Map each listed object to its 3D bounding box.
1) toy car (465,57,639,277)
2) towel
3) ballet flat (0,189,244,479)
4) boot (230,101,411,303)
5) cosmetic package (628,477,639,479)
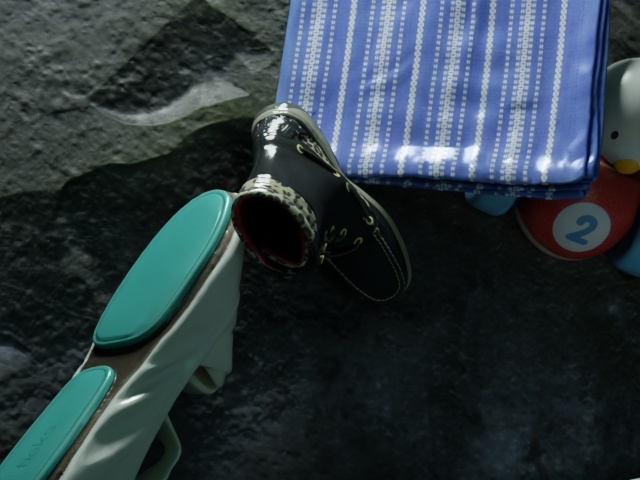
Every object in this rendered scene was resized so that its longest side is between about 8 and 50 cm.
[{"bbox_3d":[0.305,-0.100,1.960,0.219,0.238,0.210,22,68,-15],"label":"toy car"},{"bbox_3d":[0.120,-0.166,1.924,0.336,0.040,0.243,4,71,12],"label":"towel"},{"bbox_3d":[-0.162,0.134,1.777,0.139,0.139,0.400,37,61,-9],"label":"ballet flat"},{"bbox_3d":[-0.002,0.000,1.831,0.236,0.085,0.178,55,24,-20],"label":"boot"},{"bbox_3d":[0.427,0.375,1.750,0.329,0.393,0.327,7,72,-38],"label":"cosmetic package"}]
